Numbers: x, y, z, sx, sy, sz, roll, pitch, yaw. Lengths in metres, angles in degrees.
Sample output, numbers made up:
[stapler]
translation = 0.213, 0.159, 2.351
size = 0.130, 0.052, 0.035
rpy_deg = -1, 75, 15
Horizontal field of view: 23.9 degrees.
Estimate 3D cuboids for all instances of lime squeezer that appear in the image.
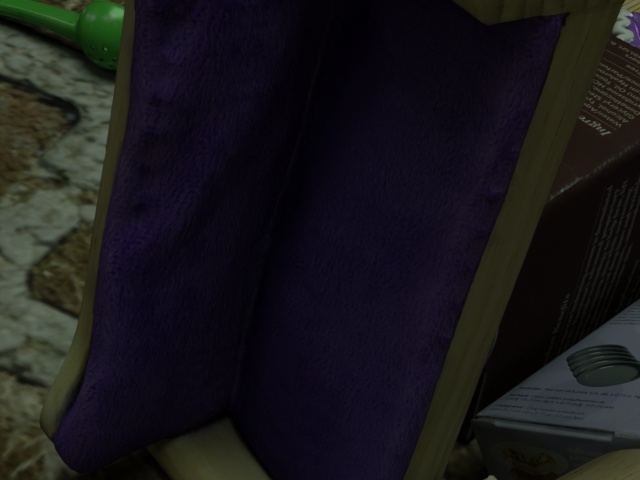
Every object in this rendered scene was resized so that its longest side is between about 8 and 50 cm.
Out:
[lime squeezer]
translation = -0.116, -0.177, 1.116
size = 0.310, 0.059, 0.110
rpy_deg = -14, 38, 1

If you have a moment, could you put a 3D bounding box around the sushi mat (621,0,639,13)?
[sushi mat]
translation = 0.308, -0.195, 1.283
size = 0.151, 0.019, 0.316
rpy_deg = 36, 45, 28

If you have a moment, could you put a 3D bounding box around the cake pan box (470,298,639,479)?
[cake pan box]
translation = 0.257, 0.076, 0.790
size = 0.267, 0.070, 0.246
rpy_deg = 0, 24, 47

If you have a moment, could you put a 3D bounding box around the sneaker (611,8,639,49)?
[sneaker]
translation = 0.256, -0.073, 1.049
size = 0.105, 0.095, 0.236
rpy_deg = -5, 45, -2

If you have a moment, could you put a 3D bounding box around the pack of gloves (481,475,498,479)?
[pack of gloves]
translation = 0.085, 0.242, 0.678
size = 0.195, 0.046, 0.232
rpy_deg = -26, 61, -36

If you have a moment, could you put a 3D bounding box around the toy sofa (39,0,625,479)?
[toy sofa]
translation = 0.000, 0.000, 0.694
size = 0.177, 0.362, 0.150
rpy_deg = -15, 45, -37

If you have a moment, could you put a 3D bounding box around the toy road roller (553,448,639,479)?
[toy road roller]
translation = 0.200, 0.145, 0.547
size = 0.329, 0.240, 0.202
rpy_deg = 28, 29, 34

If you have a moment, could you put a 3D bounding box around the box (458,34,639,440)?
[box]
translation = 0.098, -0.027, 0.902
size = 0.167, 0.168, 0.203
rpy_deg = 34, 44, 28
